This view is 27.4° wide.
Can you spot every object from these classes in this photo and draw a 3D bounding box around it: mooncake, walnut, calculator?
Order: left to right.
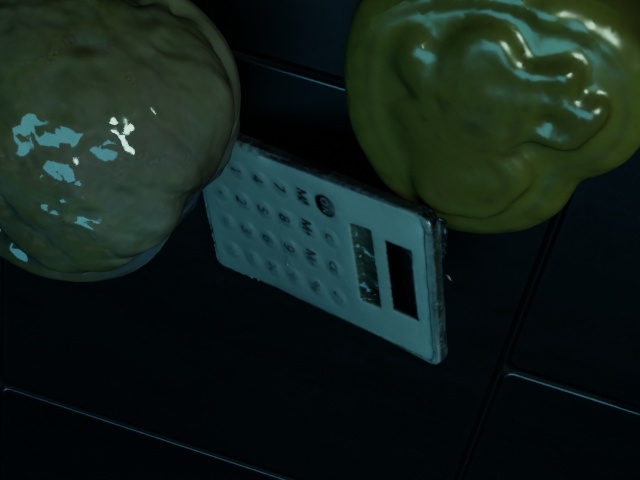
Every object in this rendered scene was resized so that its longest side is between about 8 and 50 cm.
[{"bbox_3d":[-0.183,-0.095,1.011,0.248,0.248,0.248,10,129,12],"label":"walnut"},{"bbox_3d":[0.000,0.000,1.096,0.262,0.021,0.161,23,137,35],"label":"calculator"},{"bbox_3d":[0.122,-0.119,0.971,0.235,0.117,0.234,10,133,11],"label":"mooncake"}]
